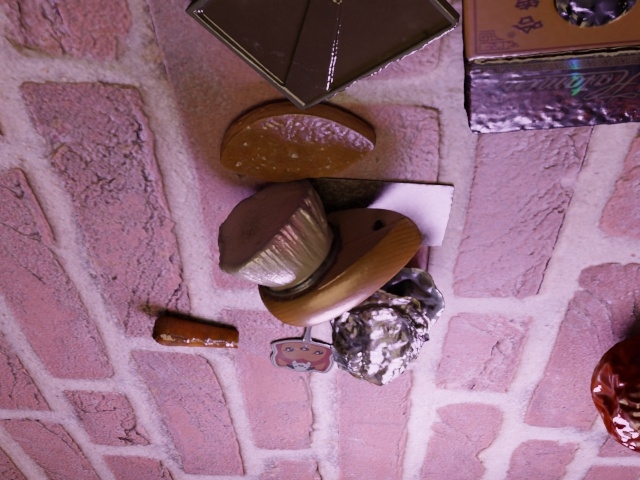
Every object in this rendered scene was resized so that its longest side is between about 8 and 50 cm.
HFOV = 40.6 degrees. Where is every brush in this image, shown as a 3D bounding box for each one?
[{"bbox_3d":[0.000,0.000,1.238,0.266,0.174,0.166,-23,128,21],"label":"brush"}]

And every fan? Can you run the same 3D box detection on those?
[{"bbox_3d":[-0.029,0.203,1.655,0.132,0.009,0.220,6,145,-4],"label":"fan"}]

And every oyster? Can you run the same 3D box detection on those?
[{"bbox_3d":[0.098,0.152,1.480,0.162,0.158,0.351,45,154,14],"label":"oyster"}]

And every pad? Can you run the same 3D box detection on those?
[{"bbox_3d":[0.077,-0.041,1.307,0.234,0.003,0.158,3,145,1],"label":"pad"}]

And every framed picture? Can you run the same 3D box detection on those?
[{"bbox_3d":[-0.004,-0.245,0.938,0.192,0.018,0.265,39,145,-26],"label":"framed picture"}]

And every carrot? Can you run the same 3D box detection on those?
[{"bbox_3d":[-0.230,0.173,1.597,0.161,0.055,0.055,9,145,-19],"label":"carrot"}]

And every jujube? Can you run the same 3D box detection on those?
[{"bbox_3d":[0.654,0.267,1.535,0.342,0.216,0.216,-1,145,-8],"label":"jujube"}]

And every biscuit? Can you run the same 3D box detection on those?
[{"bbox_3d":[-0.036,-0.133,1.166,0.220,0.029,0.142,-8,144,17],"label":"biscuit"}]

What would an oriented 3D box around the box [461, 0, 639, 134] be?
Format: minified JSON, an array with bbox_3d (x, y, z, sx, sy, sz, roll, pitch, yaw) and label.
[{"bbox_3d":[0.268,-0.285,0.853,0.264,0.116,0.415,-3,143,8],"label":"box"}]
